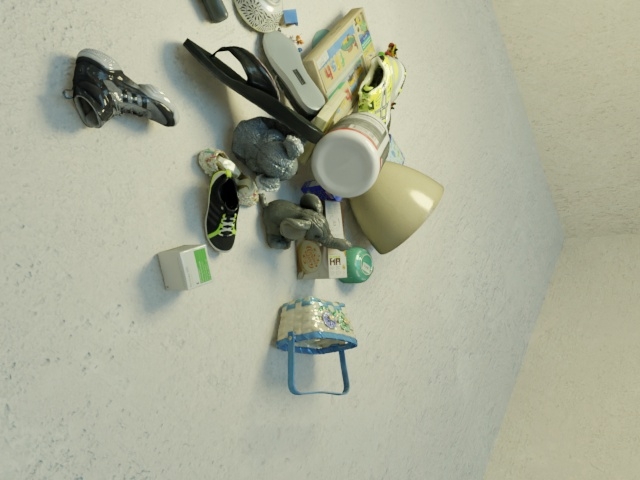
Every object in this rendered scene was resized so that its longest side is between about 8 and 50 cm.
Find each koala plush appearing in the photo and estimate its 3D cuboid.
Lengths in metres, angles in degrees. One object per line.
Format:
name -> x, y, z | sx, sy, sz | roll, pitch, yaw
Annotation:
koala plush -> -0.136, -0.234, 1.547 | 0.203, 0.221, 0.196 | 32, 104, -37

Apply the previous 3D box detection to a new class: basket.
basket -> -0.012, 0.324, 1.686 | 0.255, 0.201, 0.289 | 17, 63, -48

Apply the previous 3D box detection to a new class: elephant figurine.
elephant figurine -> -0.047, -0.055, 1.653 | 0.186, 0.239, 0.169 | 12, 78, -48

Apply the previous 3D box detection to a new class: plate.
plate -> 0.039, -0.663, 1.979 | 0.188, 0.024, 0.188 | 7, 81, -48

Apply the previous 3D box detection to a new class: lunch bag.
lunch bag -> 0.261, -0.321, 2.151 | 0.151, 0.096, 0.129 | -53, 125, -26

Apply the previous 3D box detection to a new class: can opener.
can opener -> -0.348, -0.728, 1.512 | 0.093, 0.074, 0.280 | -34, 115, -8

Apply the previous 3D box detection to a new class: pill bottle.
pill bottle -> 0.112, -0.291, 1.783 | 0.363, 0.210, 0.210 | -59, 131, -62

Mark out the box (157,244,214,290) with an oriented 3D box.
box -> -0.342, 0.068, 1.403 | 0.087, 0.102, 0.101 | -20, 103, -47

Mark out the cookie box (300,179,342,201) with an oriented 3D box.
cookie box -> 0.005, -0.157, 1.825 | 0.092, 0.107, 0.040 | 51, 51, -34

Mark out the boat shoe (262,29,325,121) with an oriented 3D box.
boat shoe -> -0.097, -0.513, 1.742 | 0.113, 0.105, 0.306 | -33, 87, -34

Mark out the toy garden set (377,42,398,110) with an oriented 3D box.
toy garden set -> 0.275, -0.631, 2.176 | 0.204, 0.049, 0.244 | -64, 149, -31

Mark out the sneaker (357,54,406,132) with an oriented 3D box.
sneaker -> 0.178, -0.480, 1.994 | 0.147, 0.145, 0.385 | 11, 95, -49

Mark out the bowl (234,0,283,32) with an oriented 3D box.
bowl -> -0.170, -0.728, 1.674 | 0.170, 0.080, 0.170 | 14, 67, -38

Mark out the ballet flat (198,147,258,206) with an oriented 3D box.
ballet flat -> -0.243, -0.173, 1.561 | 0.241, 0.077, 0.091 | 39, 59, -41

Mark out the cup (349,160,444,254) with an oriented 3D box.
cup -> 0.240, -0.151, 1.979 | 0.237, 0.331, 0.331 | 42, 52, -9

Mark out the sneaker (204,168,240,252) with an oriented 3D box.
sneaker -> -0.261, -0.075, 1.481 | 0.084, 0.097, 0.235 | -8, 107, -26

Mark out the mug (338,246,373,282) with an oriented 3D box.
mug -> 0.133, 0.082, 1.959 | 0.158, 0.097, 0.129 | -31, 109, -46

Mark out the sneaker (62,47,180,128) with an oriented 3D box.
sneaker -> -0.468, -0.312, 1.300 | 0.268, 0.101, 0.153 | 33, 63, -36

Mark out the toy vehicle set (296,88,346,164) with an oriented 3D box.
toy vehicle set -> 0.004, -0.365, 1.757 | 0.035, 0.166, 0.267 | 29, 35, -2

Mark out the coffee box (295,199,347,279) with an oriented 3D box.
coffee box -> 0.000, 0.000, 1.779 | 0.098, 0.141, 0.246 | 0, 87, -50

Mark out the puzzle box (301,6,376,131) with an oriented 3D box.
puzzle box -> 0.087, -0.611, 1.969 | 0.409, 0.052, 0.272 | -57, 139, -36

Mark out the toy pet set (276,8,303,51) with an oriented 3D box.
toy pet set -> -0.088, -0.684, 1.800 | 0.122, 0.065, 0.114 | -14, 97, -50

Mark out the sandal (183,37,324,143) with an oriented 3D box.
sandal -> -0.165, -0.434, 1.529 | 0.445, 0.167, 0.107 | 33, 104, -14
